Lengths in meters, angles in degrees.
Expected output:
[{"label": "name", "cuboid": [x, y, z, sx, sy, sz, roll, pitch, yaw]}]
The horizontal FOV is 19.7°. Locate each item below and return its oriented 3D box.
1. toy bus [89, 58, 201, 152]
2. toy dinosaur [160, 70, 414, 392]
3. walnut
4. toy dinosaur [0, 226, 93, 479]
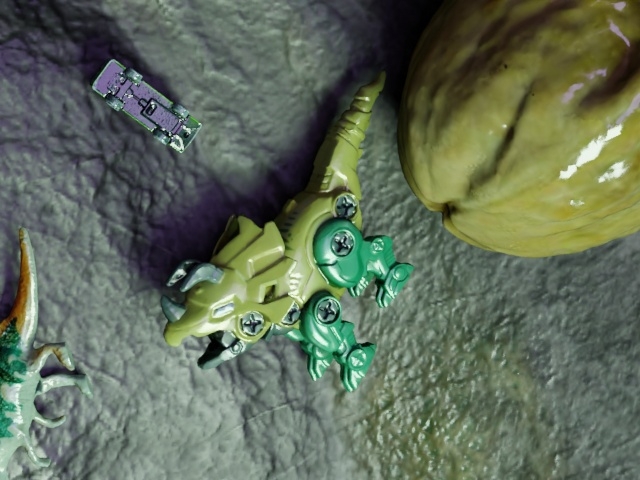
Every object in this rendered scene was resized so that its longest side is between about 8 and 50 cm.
[{"label": "toy bus", "cuboid": [-0.126, -0.098, 1.321, 0.083, 0.037, 0.031, 36, 89, -21]}, {"label": "toy dinosaur", "cuboid": [0.000, 0.000, 1.364, 0.153, 0.094, 0.259, 40, 79, -26]}, {"label": "walnut", "cuboid": [0.183, -0.112, 1.312, 0.283, 0.283, 0.227, -45, 96, -5]}, {"label": "toy dinosaur", "cuboid": [-0.229, 0.094, 1.329, 0.106, 0.044, 0.187, -19, 109, 2]}]
